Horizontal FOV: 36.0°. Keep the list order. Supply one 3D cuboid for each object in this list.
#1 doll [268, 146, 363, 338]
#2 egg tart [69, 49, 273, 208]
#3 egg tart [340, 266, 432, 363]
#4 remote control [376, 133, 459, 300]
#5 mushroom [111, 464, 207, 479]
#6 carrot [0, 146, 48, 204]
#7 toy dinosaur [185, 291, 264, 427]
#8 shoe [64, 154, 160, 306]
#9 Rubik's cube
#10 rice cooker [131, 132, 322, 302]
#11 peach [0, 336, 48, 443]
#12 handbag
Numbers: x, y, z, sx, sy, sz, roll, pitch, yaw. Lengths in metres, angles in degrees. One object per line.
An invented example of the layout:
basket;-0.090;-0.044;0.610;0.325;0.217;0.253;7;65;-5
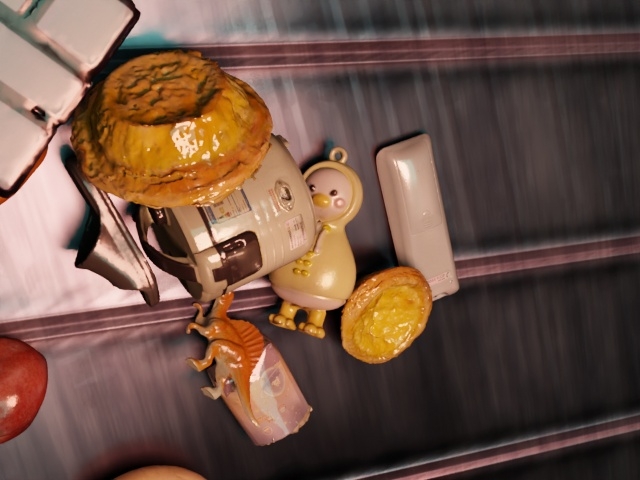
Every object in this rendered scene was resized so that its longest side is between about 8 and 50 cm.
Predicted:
doll;-0.005;0.000;1.534;0.117;0.141;0.297;-8;109;-66
egg tart;-0.202;-0.165;1.310;0.288;0.288;0.118;-25;141;-17
egg tart;0.100;0.113;1.624;0.191;0.074;0.191;-20;132;-24
remote control;0.169;-0.028;1.648;0.103;0.051;0.294;-21;113;-19
mushroom;-0.258;0.471;1.505;0.246;0.202;0.246;-4;108;-13
carrot;-0.420;-0.092;1.365;0.035;0.035;0.142;38;91;-28
toy dinosaur;-0.135;0.173;1.518;0.212;0.057;0.142;48;57;-4
shoe;-0.317;-0.002;1.400;0.093;0.108;0.241;-30;108;-13
Rubik's cube;-0.427;-0.254;1.176;0.293;0.288;0.283;33;89;-26
rice cooker;-0.139;-0.033;1.409;0.244;0.226;0.226;-24;113;-21
peach;-0.444;0.210;1.382;0.152;0.152;0.152;-7;107;-23
handbag;-0.090;0.250;1.580;0.117;0.095;0.173;-32;113;-7
